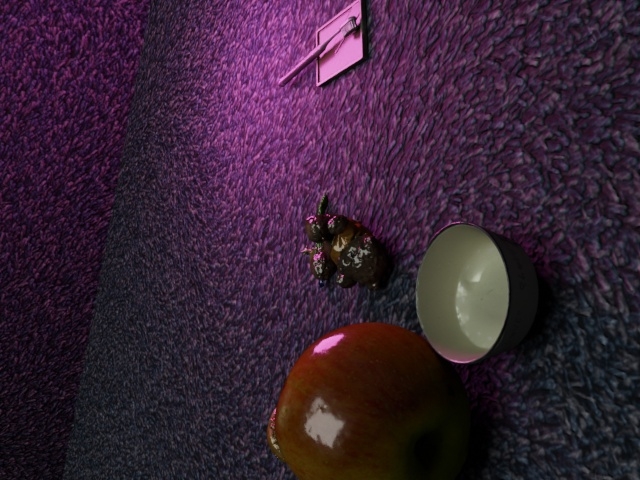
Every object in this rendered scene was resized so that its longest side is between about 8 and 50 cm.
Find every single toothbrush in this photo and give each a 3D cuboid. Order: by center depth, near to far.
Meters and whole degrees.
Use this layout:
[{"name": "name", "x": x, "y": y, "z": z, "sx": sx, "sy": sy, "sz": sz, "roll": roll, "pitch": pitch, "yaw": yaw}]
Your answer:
[{"name": "toothbrush", "x": -0.012, "y": -0.443, "z": 2.047, "sx": 0.354, "sy": 0.024, "sz": 0.029, "roll": -27, "pitch": 70, "yaw": 54}]

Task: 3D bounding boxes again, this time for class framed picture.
[{"name": "framed picture", "x": 0.046, "y": -0.459, "z": 1.990, "sx": 0.203, "sy": 0.015, "sz": 0.150, "roll": -20, "pitch": 69, "yaw": 57}]

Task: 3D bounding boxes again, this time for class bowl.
[{"name": "bowl", "x": 0.276, "y": 0.090, "z": 1.430, "sx": 0.238, "sy": 0.126, "sz": 0.238, "roll": -13, "pitch": 74, "yaw": 57}]

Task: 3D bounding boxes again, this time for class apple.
[{"name": "apple", "x": 0.096, "y": 0.319, "z": 1.500, "sx": 0.339, "sy": 0.339, "sz": 0.339, "roll": -13, "pitch": 75, "yaw": 57}]

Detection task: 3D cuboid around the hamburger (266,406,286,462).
[{"name": "hamburger", "x": -0.026, "y": 0.403, "z": 1.820, "sx": 0.118, "sy": 0.191, "sz": 0.182, "roll": -62, "pitch": 31, "yaw": 30}]

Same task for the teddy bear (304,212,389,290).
[{"name": "teddy bear", "x": 0.066, "y": 0.024, "z": 1.798, "sx": 0.190, "sy": 0.140, "sz": 0.177, "roll": 38, "pitch": 145, "yaw": 45}]

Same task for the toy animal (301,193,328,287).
[{"name": "toy animal", "x": -0.009, "y": 0.004, "z": 1.995, "sx": 0.075, "sy": 0.041, "sz": 0.217, "roll": -16, "pitch": 69, "yaw": 55}]
